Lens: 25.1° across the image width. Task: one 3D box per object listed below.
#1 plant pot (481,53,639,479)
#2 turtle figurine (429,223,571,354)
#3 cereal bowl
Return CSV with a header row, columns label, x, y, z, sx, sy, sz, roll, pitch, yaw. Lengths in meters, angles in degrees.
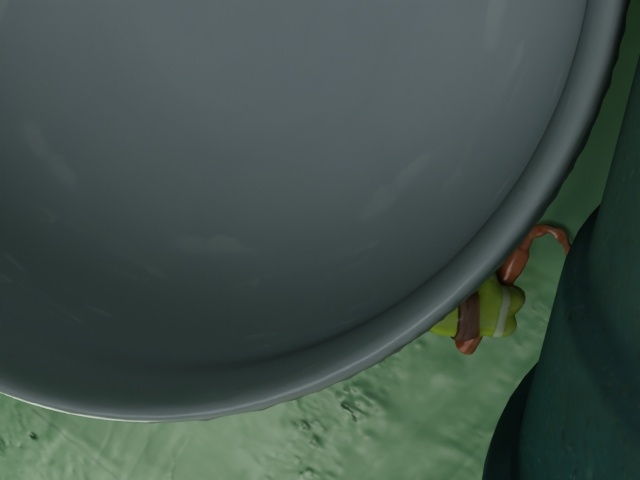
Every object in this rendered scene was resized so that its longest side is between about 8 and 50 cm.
label,x,y,z,sx,sy,sz,roll,pitch,yaw
plant pot,0.226,-0.043,0.377,0.341,0.341,0.334,14,121,21
turtle figurine,0.000,0.000,0.684,0.269,0.087,0.217,48,132,-8
cereal bowl,-0.046,-0.104,0.558,0.339,0.141,0.339,1,93,17
